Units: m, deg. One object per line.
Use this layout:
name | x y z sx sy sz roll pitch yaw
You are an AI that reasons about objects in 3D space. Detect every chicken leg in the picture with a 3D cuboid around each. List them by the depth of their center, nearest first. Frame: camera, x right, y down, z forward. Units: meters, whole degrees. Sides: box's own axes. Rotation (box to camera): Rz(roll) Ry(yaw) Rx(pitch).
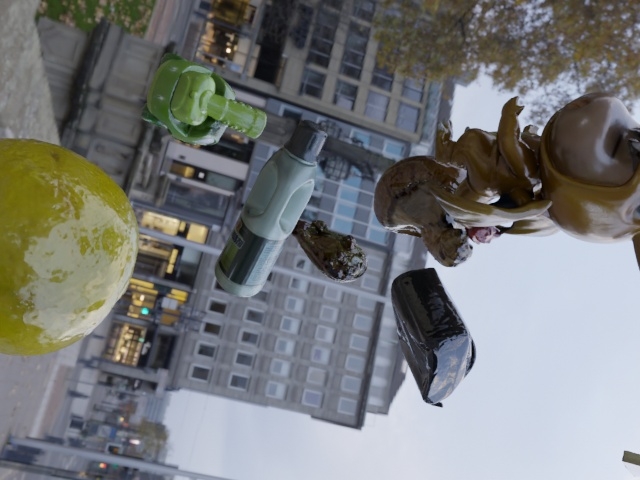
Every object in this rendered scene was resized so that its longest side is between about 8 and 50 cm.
chicken leg | 0.000 0.000 0.998 0.070 0.178 0.093 -45 169 -48

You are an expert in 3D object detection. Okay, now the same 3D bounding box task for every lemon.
lemon | -0.448 0.006 0.915 0.348 0.347 0.348 -164 -90 -77

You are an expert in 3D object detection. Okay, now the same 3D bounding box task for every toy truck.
toy truck | -0.226 -0.257 1.155 0.210 0.187 0.148 21 -91 44

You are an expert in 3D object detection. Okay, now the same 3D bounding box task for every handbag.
handbag | 0.316 0.259 1.662 0.302 0.177 0.275 -109 -175 -56

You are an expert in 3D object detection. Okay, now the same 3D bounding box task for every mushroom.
mushroom | 0.238 -0.067 1.361 0.254 0.267 0.267 -51 178 -36

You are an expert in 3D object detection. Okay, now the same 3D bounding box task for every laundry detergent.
laundry detergent | -0.056 -0.042 0.746 0.226 0.070 0.099 -60 -178 23

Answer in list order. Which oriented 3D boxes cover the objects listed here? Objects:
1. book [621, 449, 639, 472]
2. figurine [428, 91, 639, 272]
book | 0.782 0.472 1.144 0.373 0.262 0.028 5 -113 34
figurine | 0.408 -0.101 1.068 0.401 0.387 0.268 30 76 -58
